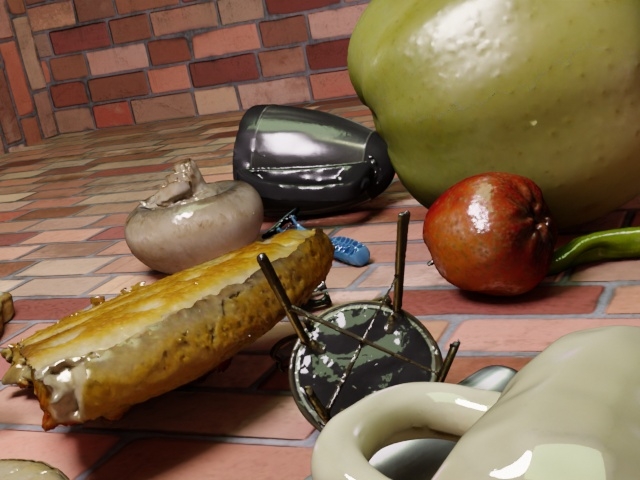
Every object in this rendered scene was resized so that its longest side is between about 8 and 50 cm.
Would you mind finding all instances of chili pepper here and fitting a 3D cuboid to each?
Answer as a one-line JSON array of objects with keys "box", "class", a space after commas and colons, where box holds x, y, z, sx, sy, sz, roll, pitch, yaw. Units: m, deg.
[{"box": [0.369, 0.009, 1.176, 0.201, 0.050, 0.052, -10, -21, 11], "class": "chili pepper"}]

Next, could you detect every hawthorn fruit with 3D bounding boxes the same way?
[{"box": [0.197, -0.002, 1.166, 0.157, 0.157, 0.194, -23, 0, -37], "class": "hawthorn fruit"}]

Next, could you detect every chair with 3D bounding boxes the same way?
[{"box": [0.040, 0.111, 0.892, 0.159, 0.170, 0.326, -17, -27, -6], "class": "chair"}]

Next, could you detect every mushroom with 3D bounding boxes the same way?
[{"box": [-0.205, -0.041, 1.505, 0.226, 0.178, 0.226, -17, 8, 2], "class": "mushroom"}]

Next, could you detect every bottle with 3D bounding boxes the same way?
[{"box": [0.077, 0.172, 0.721, 0.253, 0.096, 0.079, -23, 63, -37], "class": "bottle"}]

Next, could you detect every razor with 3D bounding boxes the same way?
[{"box": [0.000, 0.000, 1.466, 0.082, 0.042, 0.253, -40, 27, -18], "class": "razor"}]

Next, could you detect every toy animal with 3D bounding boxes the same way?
[{"box": [-0.029, 0.059, 1.271, 0.065, 0.047, 0.136, -21, 22, -3], "class": "toy animal"}]

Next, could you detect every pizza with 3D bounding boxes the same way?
[{"box": [-0.207, 0.119, 1.075, 0.406, 0.130, 0.440, -17, 7, 40], "class": "pizza"}]

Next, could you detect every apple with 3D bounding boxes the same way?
[{"box": [0.276, -0.229, 1.341, 0.473, 0.474, 0.474, -10, 16, 3], "class": "apple"}]

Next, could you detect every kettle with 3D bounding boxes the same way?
[{"box": [-0.002, -0.143, 1.668, 0.271, 0.208, 0.250, 4, -10, 19], "class": "kettle"}]

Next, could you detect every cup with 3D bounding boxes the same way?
[{"box": [0.128, 0.138, 0.564, 0.255, 0.173, 0.202, 34, 33, 18], "class": "cup"}]

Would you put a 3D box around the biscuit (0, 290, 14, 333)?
[{"box": [-0.602, 0.146, 1.345, 0.287, 0.057, 0.344, -10, 15, 3], "class": "biscuit"}]

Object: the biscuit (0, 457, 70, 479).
[{"box": [-0.304, 0.238, 0.848, 0.289, 0.038, 0.141, -1, 18, 33], "class": "biscuit"}]
